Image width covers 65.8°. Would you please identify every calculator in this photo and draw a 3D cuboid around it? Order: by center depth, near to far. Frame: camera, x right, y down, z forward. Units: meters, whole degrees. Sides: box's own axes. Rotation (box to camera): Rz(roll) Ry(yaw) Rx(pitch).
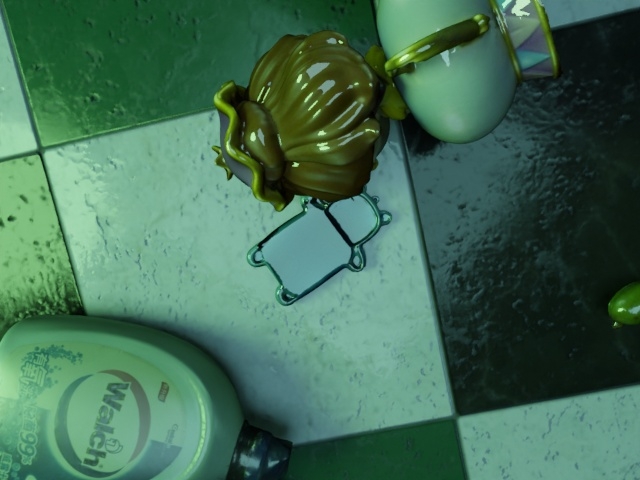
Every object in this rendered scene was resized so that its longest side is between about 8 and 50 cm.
[{"bbox_3d":[0.000,0.000,0.483,0.141,0.019,0.094,-36,94,5],"label":"calculator"}]

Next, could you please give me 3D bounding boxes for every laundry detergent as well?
[{"bbox_3d":[-0.170,0.195,0.468,0.280,0.105,0.215,16,85,0],"label":"laundry detergent"}]

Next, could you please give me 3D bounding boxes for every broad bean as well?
[{"bbox_3d":[0.366,0.097,0.458,0.213,0.048,0.070,29,91,-2],"label":"broad bean"}]

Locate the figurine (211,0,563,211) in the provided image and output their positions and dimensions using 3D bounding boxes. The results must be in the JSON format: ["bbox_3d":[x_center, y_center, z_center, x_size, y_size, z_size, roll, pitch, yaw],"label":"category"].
[{"bbox_3d":[0.034,-0.115,0.387,0.263,0.189,0.142,-22,92,22],"label":"figurine"}]
